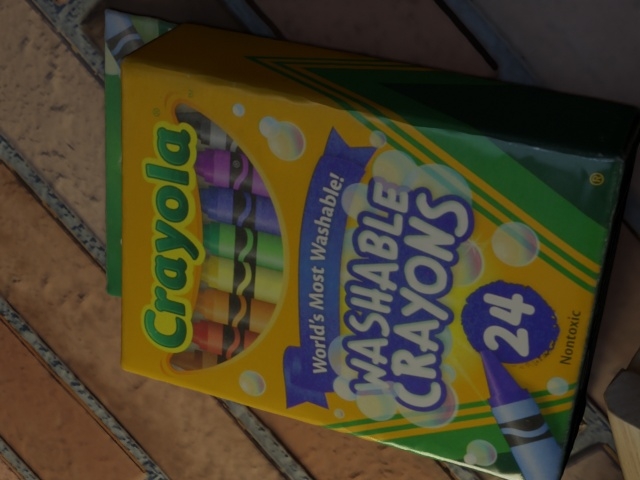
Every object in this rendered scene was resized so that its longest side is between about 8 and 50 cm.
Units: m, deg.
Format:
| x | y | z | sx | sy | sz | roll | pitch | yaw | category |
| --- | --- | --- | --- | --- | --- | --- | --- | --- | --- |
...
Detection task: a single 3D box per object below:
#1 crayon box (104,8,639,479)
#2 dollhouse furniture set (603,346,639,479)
| x | y | z | sx | sy | sz | roll | pitch | yaw | category |
| --- | --- | --- | --- | --- | --- | --- | --- | --- | --- |
| 0.000 | 0.000 | 0.701 | 0.323 | 0.083 | 0.203 | 14 | 119 | 17 | crayon box |
| 0.336 | 0.073 | 0.404 | 0.394 | 0.256 | 0.362 | 28 | 164 | 30 | dollhouse furniture set |
